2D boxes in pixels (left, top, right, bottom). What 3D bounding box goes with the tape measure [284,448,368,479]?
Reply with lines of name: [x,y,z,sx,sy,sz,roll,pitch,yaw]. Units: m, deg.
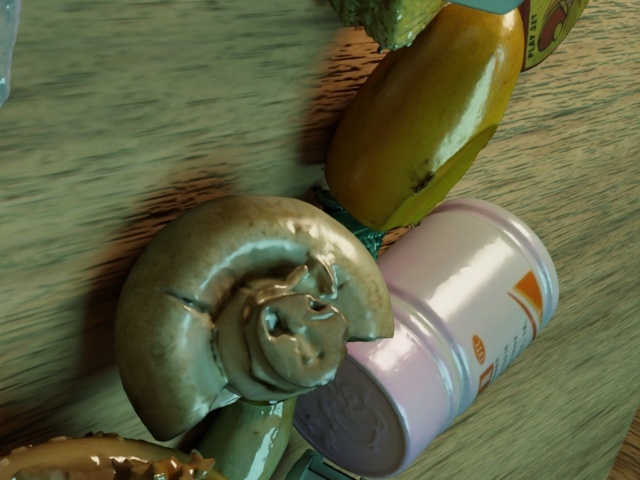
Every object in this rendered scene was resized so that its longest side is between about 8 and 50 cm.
tape measure: [-0.036,0.355,1.508,0.243,0.125,0.246,-62,173,-12]

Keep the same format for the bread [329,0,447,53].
bread: [0.074,-0.285,1.198,0.138,0.102,0.196,-38,148,-34]

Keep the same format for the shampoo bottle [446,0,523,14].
shampoo bottle: [0.029,-0.273,1.020,0.360,0.078,0.134,8,111,-37]

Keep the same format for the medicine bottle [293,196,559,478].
medicine bottle: [0.114,0.108,1.545,0.316,0.202,0.202,-39,146,-36]

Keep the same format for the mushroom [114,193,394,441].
mushroom: [-0.065,0.053,1.168,0.254,0.189,0.195,-28,-176,-20]

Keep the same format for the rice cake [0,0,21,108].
rice cake: [-0.259,-0.009,0.908,0.064,0.070,0.399,-34,143,-54]

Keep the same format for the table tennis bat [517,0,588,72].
table tennis bat: [0.248,-0.301,1.555,0.414,0.051,0.268,-46,150,-33]

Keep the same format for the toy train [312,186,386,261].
toy train: [0.000,0.000,1.349,0.172,0.099,0.070,-20,133,-54]

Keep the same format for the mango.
mango: [0.111,-0.137,1.318,0.257,0.138,0.187,-56,178,20]

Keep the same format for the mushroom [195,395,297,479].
mushroom: [-0.118,0.281,1.427,0.333,0.087,0.107,-62,176,7]

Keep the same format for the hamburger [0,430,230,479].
hamburger: [-0.141,0.295,1.104,0.287,0.268,0.445,-40,133,8]
